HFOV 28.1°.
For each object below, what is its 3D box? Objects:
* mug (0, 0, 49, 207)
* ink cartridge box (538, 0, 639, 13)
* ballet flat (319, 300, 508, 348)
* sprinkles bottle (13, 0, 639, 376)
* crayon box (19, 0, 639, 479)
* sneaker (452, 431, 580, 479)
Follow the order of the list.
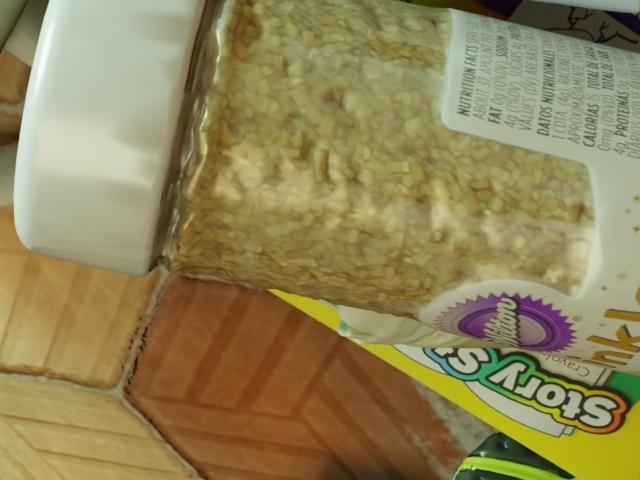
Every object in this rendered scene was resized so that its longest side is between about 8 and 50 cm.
[{"bbox_3d":[-0.283,-0.119,0.680,0.328,0.276,0.374,-20,144,30],"label":"mug"},{"bbox_3d":[-0.027,-0.192,0.442,0.311,0.065,0.186,11,124,12],"label":"ink cartridge box"},{"bbox_3d":[0.000,0.000,0.552,0.248,0.086,0.086,25,133,-4],"label":"ballet flat"},{"bbox_3d":[0.076,-0.018,0.465,0.355,0.121,0.121,12,133,-5],"label":"sprinkles bottle"},{"bbox_3d":[0.091,-0.079,0.589,0.363,0.106,0.313,32,127,-9],"label":"crayon box"},{"bbox_3d":[0.224,0.266,0.733,0.385,0.145,0.147,50,164,16],"label":"sneaker"}]
